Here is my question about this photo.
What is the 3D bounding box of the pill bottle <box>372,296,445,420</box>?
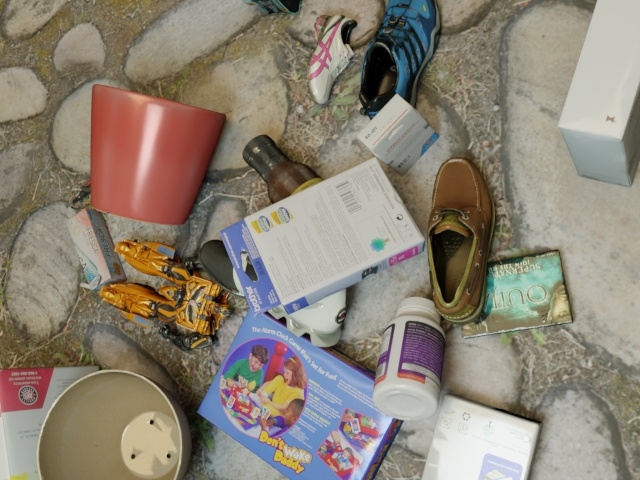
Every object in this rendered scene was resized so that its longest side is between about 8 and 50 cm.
[{"bbox_3d":[0.154,0.193,1.196,0.108,0.108,0.193,-5,44,23],"label":"pill bottle"}]

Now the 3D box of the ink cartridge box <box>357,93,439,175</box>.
[{"bbox_3d":[0.136,-0.191,1.267,0.104,0.180,0.060,-46,67,10],"label":"ink cartridge box"}]

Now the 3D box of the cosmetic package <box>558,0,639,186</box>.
[{"bbox_3d":[0.475,-0.298,1.079,0.097,0.284,0.377,17,88,25],"label":"cosmetic package"}]

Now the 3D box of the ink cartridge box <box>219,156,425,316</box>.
[{"bbox_3d":[0.000,0.000,1.228,0.311,0.065,0.186,-24,65,-5],"label":"ink cartridge box"}]

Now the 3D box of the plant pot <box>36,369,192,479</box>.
[{"bbox_3d":[-0.363,0.396,1.369,0.284,0.191,0.284,-3,76,12],"label":"plant pot"}]

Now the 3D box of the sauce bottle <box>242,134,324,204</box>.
[{"bbox_3d":[-0.022,-0.071,1.354,0.111,0.111,0.344,-45,68,11],"label":"sauce bottle"}]

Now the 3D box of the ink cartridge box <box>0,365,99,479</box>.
[{"bbox_3d":[-0.559,0.457,1.407,0.160,0.279,0.385,-21,73,20],"label":"ink cartridge box"}]

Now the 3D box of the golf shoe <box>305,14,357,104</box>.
[{"bbox_3d":[0.022,-0.360,1.408,0.086,0.067,0.186,7,84,23],"label":"golf shoe"}]

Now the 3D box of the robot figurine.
[{"bbox_3d":[-0.311,0.105,1.465,0.291,0.085,0.211,17,89,25],"label":"robot figurine"}]

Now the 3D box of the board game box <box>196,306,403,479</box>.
[{"bbox_3d":[-0.032,0.304,1.312,0.347,0.078,0.233,28,93,25],"label":"board game box"}]

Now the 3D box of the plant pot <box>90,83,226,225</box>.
[{"bbox_3d":[-0.347,-0.169,1.446,0.275,0.275,0.243,16,97,25],"label":"plant pot"}]

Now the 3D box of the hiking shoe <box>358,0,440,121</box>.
[{"bbox_3d":[0.146,-0.360,1.317,0.113,0.132,0.304,8,84,25],"label":"hiking shoe"}]

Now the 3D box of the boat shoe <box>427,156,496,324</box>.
[{"bbox_3d":[0.238,-0.016,1.215,0.110,0.104,0.307,-9,67,22],"label":"boat shoe"}]

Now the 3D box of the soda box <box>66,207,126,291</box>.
[{"bbox_3d":[-0.498,0.021,1.577,0.063,0.058,0.183,-32,69,16],"label":"soda box"}]

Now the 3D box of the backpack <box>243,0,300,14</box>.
[{"bbox_3d":[-0.121,-0.565,1.439,0.144,0.188,0.166,12,87,25],"label":"backpack"}]

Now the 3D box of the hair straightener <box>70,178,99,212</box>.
[{"bbox_3d":[-0.478,-0.135,1.600,0.230,0.047,0.089,-38,68,14],"label":"hair straightener"}]

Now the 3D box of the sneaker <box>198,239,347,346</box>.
[{"bbox_3d":[-0.083,0.052,1.331,0.330,0.122,0.146,28,121,21],"label":"sneaker"}]

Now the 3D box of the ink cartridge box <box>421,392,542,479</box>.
[{"bbox_3d":[0.245,0.437,1.176,0.165,0.065,0.333,15,86,25],"label":"ink cartridge box"}]

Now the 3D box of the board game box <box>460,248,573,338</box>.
[{"bbox_3d":[0.326,0.094,1.219,0.186,0.026,0.126,-13,76,21],"label":"board game box"}]
